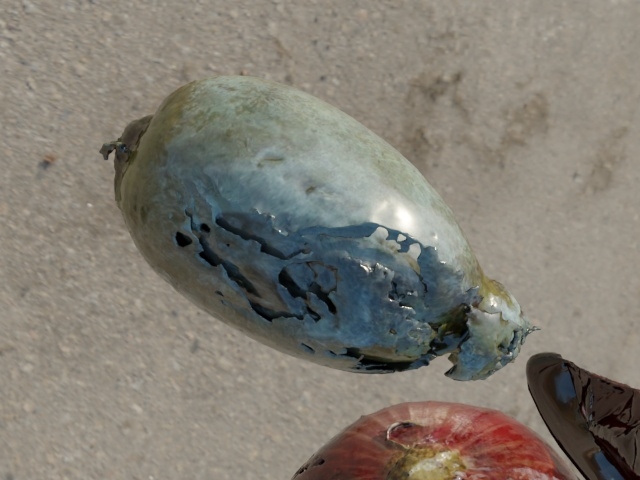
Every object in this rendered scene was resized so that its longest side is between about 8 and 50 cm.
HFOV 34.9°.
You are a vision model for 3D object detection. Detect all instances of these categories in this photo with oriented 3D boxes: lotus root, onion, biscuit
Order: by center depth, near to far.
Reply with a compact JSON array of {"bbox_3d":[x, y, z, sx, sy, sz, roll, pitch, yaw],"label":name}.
[{"bbox_3d":[0.000,-0.001,0.353,0.088,0.165,0.088,-59,175,-9],"label":"lotus root"},{"bbox_3d":[0.199,0.150,0.584,0.063,0.235,0.151,-35,100,4],"label":"biscuit"},{"bbox_3d":[0.124,0.311,1.023,0.341,0.341,0.341,-14,113,-36],"label":"onion"}]
